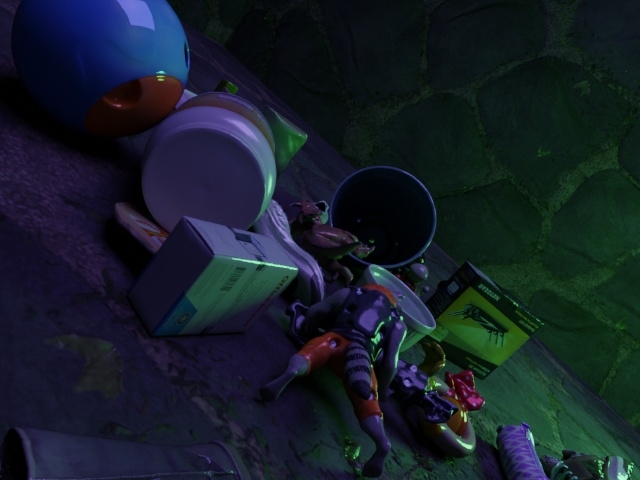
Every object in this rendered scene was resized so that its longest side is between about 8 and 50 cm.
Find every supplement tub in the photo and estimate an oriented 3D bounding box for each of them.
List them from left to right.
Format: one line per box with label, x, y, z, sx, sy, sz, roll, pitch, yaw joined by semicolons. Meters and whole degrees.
supplement tub;-0.196;-0.141;0.950;0.228;0.228;0.316;36;14;-18

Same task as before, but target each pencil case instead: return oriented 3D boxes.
pencil case;0.422;0.463;1.062;0.086;0.088;0.206;38;16;-4

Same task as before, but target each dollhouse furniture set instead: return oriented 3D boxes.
dollhouse furniture set;-0.179;-0.258;1.392;0.301;0.197;0.151;30;17;-34

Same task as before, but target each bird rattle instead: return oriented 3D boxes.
bird rattle;0.231;0.325;1.007;0.253;0.143;0.207;47;22;-31

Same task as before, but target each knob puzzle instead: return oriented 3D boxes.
knob puzzle;-0.249;0.004;0.801;0.213;0.030;0.213;37;2;-1

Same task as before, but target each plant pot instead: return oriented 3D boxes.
plant pot;0.155;-0.028;1.425;0.271;0.272;0.255;44;-12;11

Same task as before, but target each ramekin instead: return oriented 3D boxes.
ramekin;0.155;0.163;1.204;0.207;0.109;0.207;39;15;-12

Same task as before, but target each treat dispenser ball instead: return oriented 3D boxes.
treat dispenser ball;-0.380;-0.327;0.916;0.288;0.288;0.288;38;15;-12

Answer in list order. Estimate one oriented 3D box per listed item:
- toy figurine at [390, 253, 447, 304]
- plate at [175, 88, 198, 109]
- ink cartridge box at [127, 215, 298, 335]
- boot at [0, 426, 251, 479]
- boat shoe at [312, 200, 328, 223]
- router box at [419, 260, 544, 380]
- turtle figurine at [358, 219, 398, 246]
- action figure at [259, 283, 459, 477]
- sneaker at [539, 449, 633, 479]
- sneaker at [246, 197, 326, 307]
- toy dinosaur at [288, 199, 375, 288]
toy figurine;0.306;0.148;1.542;0.209;0.148;0.213;40;15;-3
plate;-0.341;-0.380;1.630;0.278;0.045;0.277;49;16;26
ink cartridge box;-0.141;0.056;0.716;0.082;0.139;0.191;47;15;26
boot;-0.129;0.223;0.405;0.190;0.076;0.208;36;1;42
boat shoe;-0.005;-0.094;1.617;0.066;0.063;0.184;45;16;12
router box;0.428;0.230;1.433;0.309;0.243;0.081;32;17;-28
turtle figurine;0.234;-0.052;1.839;0.266;0.198;0.275;48;19;9
action figure;0.094;0.191;0.819;0.341;0.178;0.330;28;34;0
sneaker;0.576;0.563;1.169;0.182;0.158;0.410;14;-2;36
sneaker;-0.085;0.040;1.028;0.108;0.100;0.271;-20;64;-35
toy dinosaur;0.000;0.000;1.174;0.200;0.127;0.296;38;0;-8
